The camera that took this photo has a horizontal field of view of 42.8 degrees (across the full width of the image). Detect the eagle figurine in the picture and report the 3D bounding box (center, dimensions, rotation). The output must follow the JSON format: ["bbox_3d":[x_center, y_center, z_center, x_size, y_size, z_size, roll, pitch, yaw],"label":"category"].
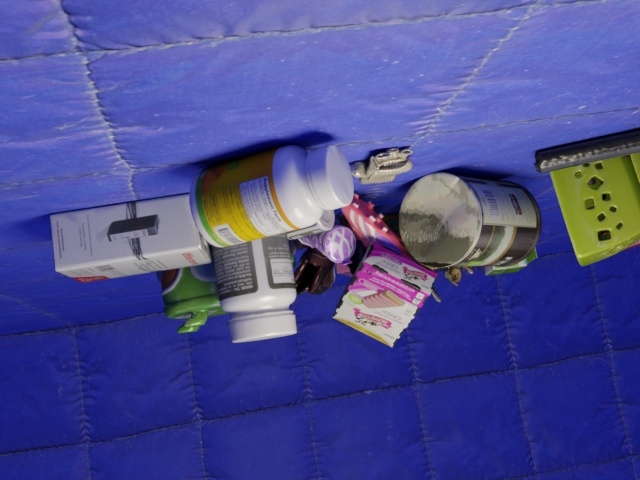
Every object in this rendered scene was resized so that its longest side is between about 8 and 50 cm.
[{"bbox_3d":[0.190,0.034,1.973,0.298,0.225,0.226,-3,166,-6],"label":"eagle figurine"}]

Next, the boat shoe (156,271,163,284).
[{"bbox_3d":[-0.278,0.067,2.150,0.302,0.114,0.091,-10,166,8],"label":"boat shoe"}]

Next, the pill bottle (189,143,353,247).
[{"bbox_3d":[-0.077,-0.078,1.331,0.246,0.136,0.136,-13,171,24],"label":"pill bottle"}]

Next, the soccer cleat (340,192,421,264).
[{"bbox_3d":[0.118,-0.006,1.784,0.095,0.248,0.083,-43,-159,23],"label":"soccer cleat"}]

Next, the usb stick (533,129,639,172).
[{"bbox_3d":[0.569,-0.183,1.636,0.278,0.045,0.077,-12,170,15],"label":"usb stick"}]

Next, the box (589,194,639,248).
[{"bbox_3d":[0.732,-0.059,1.972,0.257,0.122,0.128,-21,148,23],"label":"box"}]

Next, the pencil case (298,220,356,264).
[{"bbox_3d":[0.009,-0.006,1.855,0.086,0.088,0.206,-13,-165,-17],"label":"pencil case"}]

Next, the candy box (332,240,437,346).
[{"bbox_3d":[0.137,0.122,1.792,0.159,0.071,0.233,26,141,2],"label":"candy box"}]

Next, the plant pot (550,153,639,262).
[{"bbox_3d":[0.643,-0.082,1.812,0.207,0.227,0.228,-18,169,17],"label":"plant pot"}]

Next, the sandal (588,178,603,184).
[{"bbox_3d":[0.812,-0.131,2.099,0.416,0.102,0.169,13,145,-34],"label":"sandal"}]

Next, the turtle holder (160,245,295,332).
[{"bbox_3d":[-0.222,0.086,1.950,0.320,0.227,0.243,-10,170,3],"label":"turtle holder"}]

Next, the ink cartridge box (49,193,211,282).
[{"bbox_3d":[-0.365,-0.001,1.606,0.273,0.114,0.197,-8,171,-2],"label":"ink cartridge box"}]

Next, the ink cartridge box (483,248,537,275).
[{"bbox_3d":[0.482,-0.020,2.138,0.097,0.188,0.255,-8,170,2],"label":"ink cartridge box"}]

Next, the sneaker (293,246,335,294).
[{"bbox_3d":[-0.031,0.093,2.076,0.106,0.162,0.281,28,146,9],"label":"sneaker"}]

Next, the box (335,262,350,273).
[{"bbox_3d":[0.178,0.026,2.347,0.243,0.117,0.213,-12,171,13],"label":"box"}]

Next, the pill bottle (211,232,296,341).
[{"bbox_3d":[-0.138,0.062,1.691,0.161,0.283,0.161,-9,171,-1],"label":"pill bottle"}]

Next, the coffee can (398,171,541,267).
[{"bbox_3d":[0.332,-0.041,1.796,0.201,0.201,0.275,-16,168,40],"label":"coffee can"}]

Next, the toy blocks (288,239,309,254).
[{"bbox_3d":[0.000,0.000,2.199,0.148,0.054,0.123,-6,171,-19],"label":"toy blocks"}]

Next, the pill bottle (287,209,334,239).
[{"bbox_3d":[-0.045,-0.045,1.777,0.137,0.078,0.078,-14,170,31],"label":"pill bottle"}]

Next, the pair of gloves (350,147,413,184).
[{"bbox_3d":[0.051,-0.119,1.518,0.240,0.042,0.204,-8,171,-12],"label":"pair of gloves"}]

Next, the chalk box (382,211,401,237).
[{"bbox_3d":[0.181,0.005,2.166,0.213,0.132,0.132,-13,171,15],"label":"chalk box"}]
